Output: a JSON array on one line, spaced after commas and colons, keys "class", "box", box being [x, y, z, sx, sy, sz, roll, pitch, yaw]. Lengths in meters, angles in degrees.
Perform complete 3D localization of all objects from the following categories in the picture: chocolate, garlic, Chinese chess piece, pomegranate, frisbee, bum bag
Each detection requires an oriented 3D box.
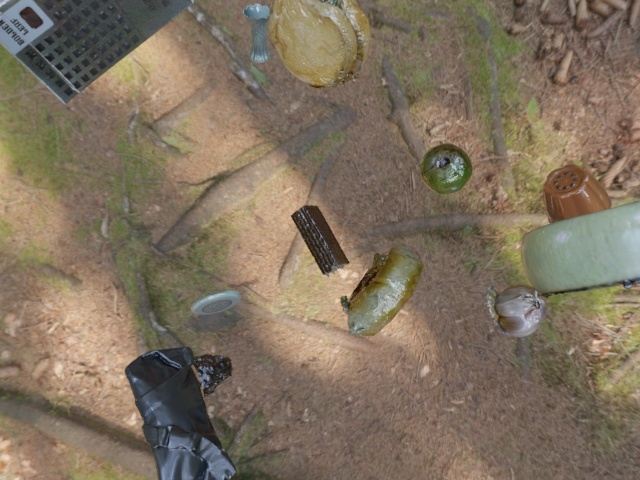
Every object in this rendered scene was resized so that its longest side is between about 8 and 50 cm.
[{"class": "chocolate", "box": [-0.362, 0.441, 1.499, 0.133, 0.156, 0.156, -17, 77, -29]}, {"class": "garlic", "box": [0.670, 0.192, 1.528, 0.206, 0.207, 0.257, 5, 118, 14]}, {"class": "Chinese chess piece", "box": [0.595, 0.020, 0.892, 0.348, 0.349, 0.147, -12, 80, 12]}, {"class": "pomegranate", "box": [0.458, -0.242, 1.584, 0.179, 0.210, 0.180, -23, 50, 31]}, {"class": "frisbee", "box": [-0.228, 0.139, 0.972, 0.110, 0.110, 0.014, -26, 69, 10]}, {"class": "bum bag", "box": [-0.232, 0.291, 0.729, 0.248, 0.123, 0.060, 55, 130, 26]}]

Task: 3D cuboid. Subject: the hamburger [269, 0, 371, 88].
[{"class": "hamburger", "box": [0.005, -0.467, 1.006, 0.146, 0.286, 0.243, -47, 36, -20]}]

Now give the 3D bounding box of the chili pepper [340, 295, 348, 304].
[{"class": "chili pepper", "box": [0.090, 0.197, 1.349, 0.034, 0.091, 0.030, -16, 41, 50]}]

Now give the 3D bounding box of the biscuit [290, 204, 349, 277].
[{"class": "biscuit", "box": [0.000, 0.000, 1.480, 0.070, 0.106, 0.252, -33, 78, 24]}]

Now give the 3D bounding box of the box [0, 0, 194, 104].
[{"class": "box", "box": [-0.409, -0.420, 0.802, 0.324, 0.180, 0.047, -42, 53, -6]}]

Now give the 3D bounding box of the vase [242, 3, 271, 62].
[{"class": "vase", "box": [-0.181, -0.597, 1.291, 0.080, 0.149, 0.081, 2, 55, -3]}]

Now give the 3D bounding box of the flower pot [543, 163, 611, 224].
[{"class": "flower pot", "box": [0.807, -0.144, 1.417, 0.190, 0.173, 0.191, -26, 41, 26]}]

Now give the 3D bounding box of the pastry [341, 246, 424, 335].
[{"class": "pastry", "box": [0.153, 0.119, 1.119, 0.120, 0.257, 0.236, 38, 105, 1]}]
